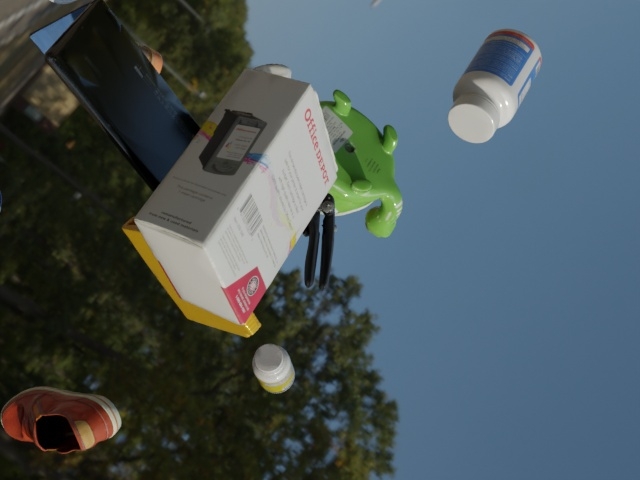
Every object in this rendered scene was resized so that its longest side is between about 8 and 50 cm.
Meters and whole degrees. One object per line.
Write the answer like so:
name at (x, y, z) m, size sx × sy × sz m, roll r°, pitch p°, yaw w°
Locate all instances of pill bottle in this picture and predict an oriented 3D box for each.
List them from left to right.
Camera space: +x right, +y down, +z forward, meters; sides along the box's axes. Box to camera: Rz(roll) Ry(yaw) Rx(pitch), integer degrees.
pill bottle at (-0.079, 0.211, 1.443) m, size 0.065 × 0.065 × 0.116 m, roll -53°, pitch 163°, yaw -17°
pill bottle at (0.322, -0.288, 1.628) m, size 0.124 × 0.124 × 0.221 m, roll -22°, pitch -153°, yaw 51°

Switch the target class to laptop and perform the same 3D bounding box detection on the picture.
laptop at (-0.360, -0.186, 1.494) m, size 0.236 × 0.382 × 0.408 m, roll -27°, pitch -153°, yaw 20°

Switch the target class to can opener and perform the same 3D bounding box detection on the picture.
can opener at (0.000, 0.000, 1.473) m, size 0.073 × 0.059 × 0.186 m, roll 108°, pitch -17°, yaw -59°

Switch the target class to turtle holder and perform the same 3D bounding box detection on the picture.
turtle holder at (0.052, -0.165, 1.982) m, size 0.227 × 0.320 × 0.243 m, roll -37°, pitch -139°, yaw 51°

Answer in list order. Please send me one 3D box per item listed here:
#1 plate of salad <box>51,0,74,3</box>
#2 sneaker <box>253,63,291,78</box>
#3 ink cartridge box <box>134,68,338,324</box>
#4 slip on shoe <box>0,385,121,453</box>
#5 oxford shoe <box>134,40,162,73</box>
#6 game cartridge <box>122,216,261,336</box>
plate of salad at (-0.644, -0.701, 2.209) m, size 0.200 × 0.048 × 0.200 m, roll -45°, pitch 156°, yaw -26°
sneaker at (-0.137, -0.242, 1.772) m, size 0.292 × 0.110 × 0.118 m, roll 137°, pitch -58°, yaw -60°
ink cartridge box at (-0.112, -0.065, 1.286) m, size 0.131 × 0.226 × 0.306 m, roll 18°, pitch -119°, yaw 23°
slip on shoe at (-0.534, 0.359, 1.702) m, size 0.331 × 0.123 × 0.101 m, roll -6°, pitch -161°, yaw 37°
oxford shoe at (-0.529, -0.451, 2.067) m, size 0.363 × 0.132 × 0.130 m, roll 14°, pitch -97°, yaw 42°
game cartridge at (-0.304, 0.088, 2.075) m, size 0.285 × 0.324 × 0.053 m, roll 10°, pitch -130°, yaw 45°
